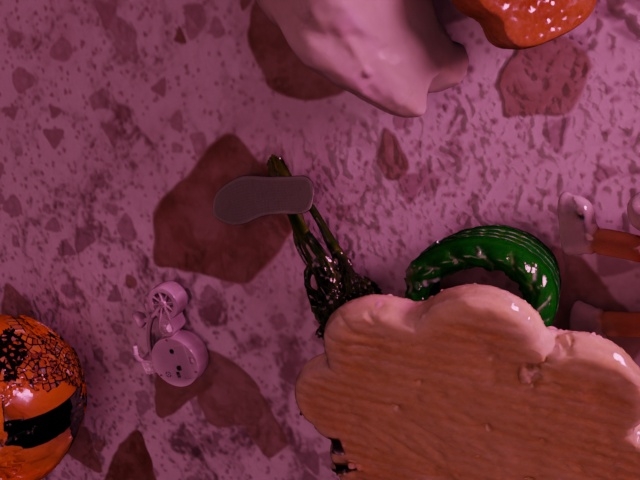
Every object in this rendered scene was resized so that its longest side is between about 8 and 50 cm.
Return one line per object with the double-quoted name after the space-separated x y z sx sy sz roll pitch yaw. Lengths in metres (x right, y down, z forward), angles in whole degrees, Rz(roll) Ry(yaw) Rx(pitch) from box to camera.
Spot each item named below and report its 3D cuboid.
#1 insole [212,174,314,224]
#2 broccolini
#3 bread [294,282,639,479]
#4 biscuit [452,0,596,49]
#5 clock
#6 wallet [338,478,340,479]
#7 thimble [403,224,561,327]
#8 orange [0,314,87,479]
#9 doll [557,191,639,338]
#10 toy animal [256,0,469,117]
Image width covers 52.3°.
-0.063 -0.042 0.673 0.153 0.002 0.053 1 91 42 "insole"
-0.003 0.003 0.668 0.074 0.058 0.201 -21 73 -11 "broccolini"
0.123 0.154 0.555 0.316 0.054 0.315 11 128 15 "bread"
0.120 -0.298 0.442 0.202 0.047 0.333 -28 116 -13 "biscuit"
-0.183 0.111 0.776 0.087 0.041 0.129 -2 108 23 "clock"
0.107 0.265 0.684 0.190 0.033 0.095 7 105 23 "wallet"
0.141 0.046 0.574 0.130 0.090 0.118 18 113 20 "thimble"
-0.413 0.203 0.833 0.235 0.182 0.234 11 120 20 "orange"
0.299 0.035 0.501 0.217 0.085 0.183 -2 104 35 "doll"
0.009 -0.264 0.526 0.188 0.266 0.308 8 151 38 "toy animal"
